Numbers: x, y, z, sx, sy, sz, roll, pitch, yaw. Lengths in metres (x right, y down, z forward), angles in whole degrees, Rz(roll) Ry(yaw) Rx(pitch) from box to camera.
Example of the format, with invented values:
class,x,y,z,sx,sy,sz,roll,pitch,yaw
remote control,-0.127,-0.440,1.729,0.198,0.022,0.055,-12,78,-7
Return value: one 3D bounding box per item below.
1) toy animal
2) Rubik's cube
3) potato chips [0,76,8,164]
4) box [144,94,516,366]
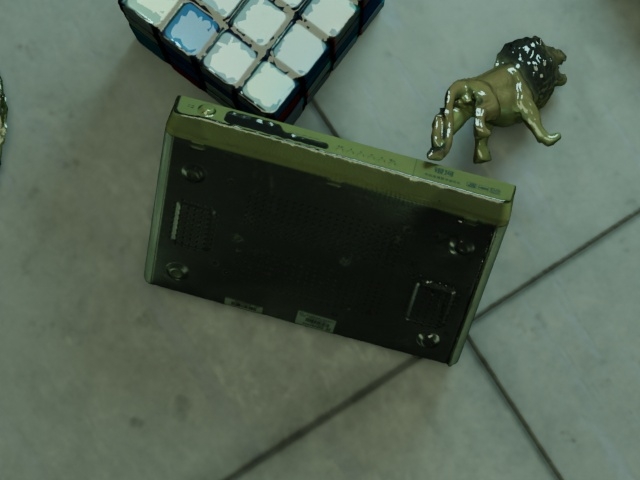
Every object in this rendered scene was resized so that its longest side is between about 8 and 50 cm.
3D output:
class,x,y,z,sx,sy,sz,roll,pitch,yaw
toy animal,0.136,-0.096,1.345,0.069,0.220,0.086,-19,101,35
Rubik's cube,-0.050,-0.190,1.355,0.154,0.151,0.155,37,86,2
potato chips,-0.356,-0.108,1.401,0.220,0.029,0.202,45,76,1
box,0.000,0.000,1.329,0.270,0.211,0.045,16,46,0
